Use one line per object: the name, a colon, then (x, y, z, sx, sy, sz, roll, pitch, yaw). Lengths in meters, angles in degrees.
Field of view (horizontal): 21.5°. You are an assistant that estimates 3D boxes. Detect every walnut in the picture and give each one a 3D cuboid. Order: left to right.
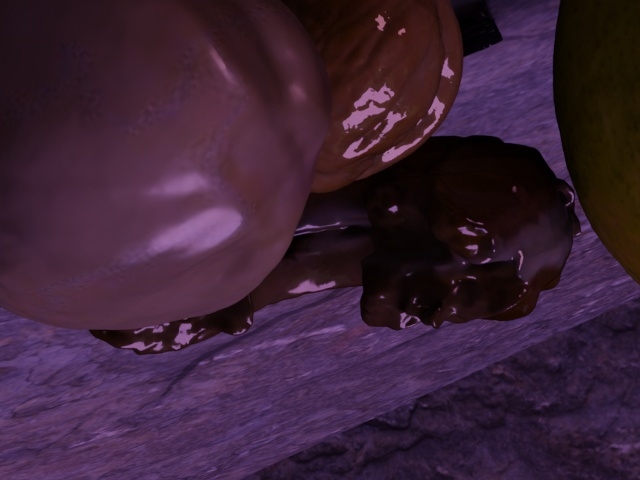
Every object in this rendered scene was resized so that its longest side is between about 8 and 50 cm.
walnut: (0.011, -0.112, 1.056, 0.166, 0.149, 0.166, -49, -173, 9)

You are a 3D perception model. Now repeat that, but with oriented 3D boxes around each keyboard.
keyboard: (0.027, -0.119, 1.284, 0.231, 0.023, 0.072, -23, 173, 9)

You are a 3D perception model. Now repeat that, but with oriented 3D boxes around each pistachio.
pistachio: (-0.127, -0.050, 0.956, 0.208, 0.226, 0.332, -50, -164, -28)

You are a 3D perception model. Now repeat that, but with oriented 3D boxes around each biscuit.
biscuit: (0.014, -0.005, 1.245, 0.366, 0.115, 0.268, -4, -165, 21)

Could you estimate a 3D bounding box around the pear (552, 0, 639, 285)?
pear: (0.343, -0.092, 1.140, 0.391, 0.391, 0.391, -20, 166, -5)
